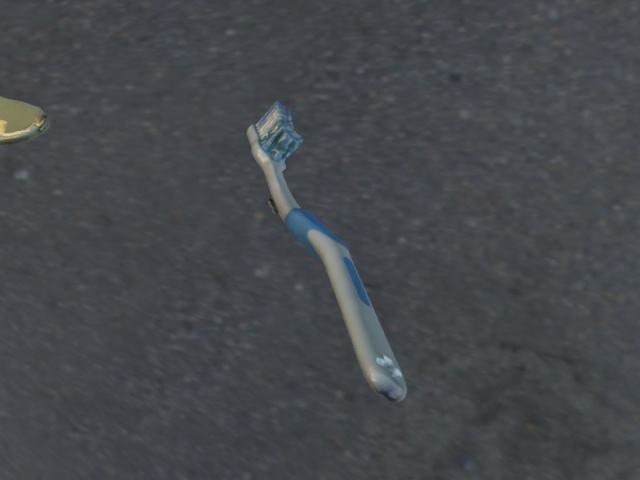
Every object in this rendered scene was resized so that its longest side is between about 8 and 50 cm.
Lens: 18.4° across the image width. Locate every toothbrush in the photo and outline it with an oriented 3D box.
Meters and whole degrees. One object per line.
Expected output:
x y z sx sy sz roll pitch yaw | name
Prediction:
-0.003 0.003 1.284 0.040 0.386 0.040 -5 119 -9 | toothbrush

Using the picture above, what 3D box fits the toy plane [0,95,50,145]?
-0.130 0.042 0.459 0.229 0.092 0.244 49 57 -53 | toy plane
